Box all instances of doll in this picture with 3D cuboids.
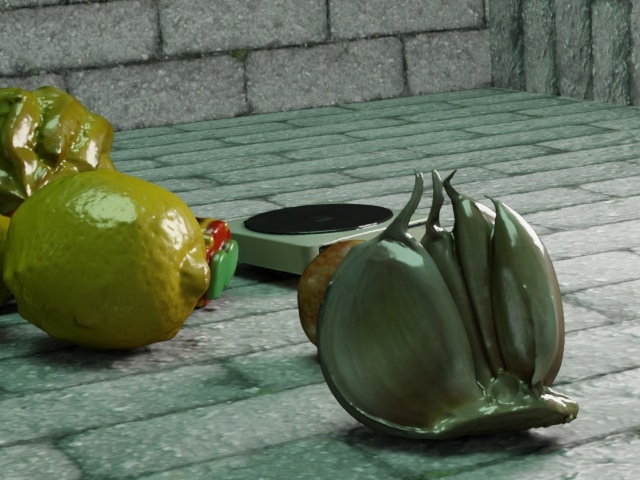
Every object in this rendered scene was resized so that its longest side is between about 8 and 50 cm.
[{"bbox_3d":[-0.298,0.000,2.147,0.363,0.160,0.182,5,26,15],"label":"doll"}]

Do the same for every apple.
[{"bbox_3d":[0.040,0.071,1.825,0.146,0.146,0.131,-11,19,-31],"label":"apple"}]

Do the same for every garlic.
[{"bbox_3d":[0.126,0.083,1.548,0.210,0.292,0.237,-5,-30,-38],"label":"garlic"}]

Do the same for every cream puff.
[{"bbox_3d":[-0.487,-0.086,2.546,0.324,0.257,0.291,-36,-46,29],"label":"cream puff"}]

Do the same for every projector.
[{"bbox_3d":[0.000,0.000,2.322,0.257,0.079,0.259,-13,15,-38],"label":"projector"}]

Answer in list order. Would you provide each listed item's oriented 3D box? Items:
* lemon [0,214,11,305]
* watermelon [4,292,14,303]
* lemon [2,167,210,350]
[{"bbox_3d":[-0.536,0.024,2.005,0.263,0.236,0.236,-1,12,21],"label":"lemon"},{"bbox_3d":[-0.459,0.053,2.239,0.154,0.094,0.241,8,14,3],"label":"watermelon"},{"bbox_3d":[-0.268,0.026,1.930,0.288,0.233,0.233,12,17,23],"label":"lemon"}]
